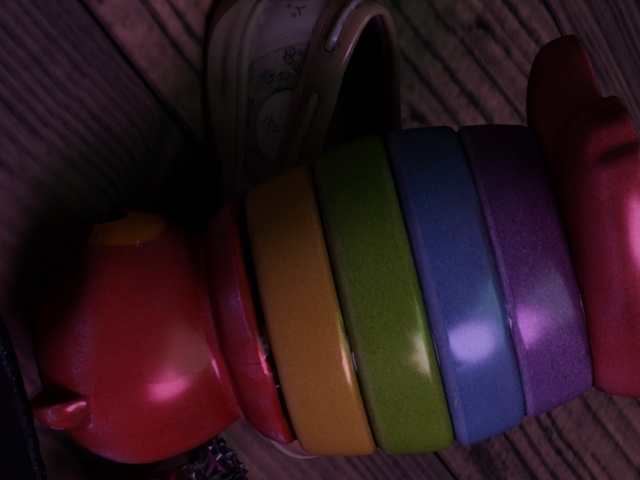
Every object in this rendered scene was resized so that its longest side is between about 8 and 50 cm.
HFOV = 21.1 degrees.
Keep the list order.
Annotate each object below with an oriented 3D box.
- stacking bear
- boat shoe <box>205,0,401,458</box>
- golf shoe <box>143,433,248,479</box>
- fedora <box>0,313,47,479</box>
[{"bbox_3d":[0.005,0.027,0.810,0.289,0.175,0.164,-13,111,3],"label":"stacking bear"},{"bbox_3d":[0.000,0.000,0.917,0.104,0.089,0.285,-29,125,-37],"label":"boat shoe"},{"bbox_3d":[-0.076,0.147,0.883,0.086,0.067,0.186,-33,175,7],"label":"golf shoe"},{"bbox_3d":[-0.188,0.151,0.696,0.152,0.334,0.334,-11,118,-5],"label":"fedora"}]
